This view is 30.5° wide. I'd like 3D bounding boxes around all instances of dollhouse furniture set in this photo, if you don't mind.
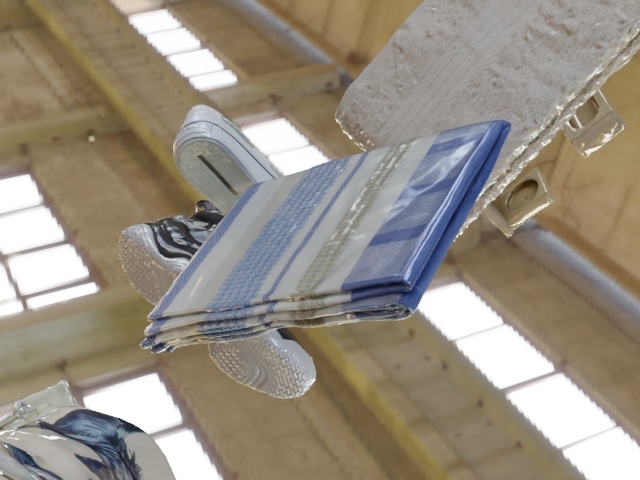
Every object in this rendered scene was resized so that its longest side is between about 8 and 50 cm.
[{"bbox_3d":[0.191,-0.122,1.146,0.123,0.151,0.144,41,21,-26],"label":"dollhouse furniture set"}]

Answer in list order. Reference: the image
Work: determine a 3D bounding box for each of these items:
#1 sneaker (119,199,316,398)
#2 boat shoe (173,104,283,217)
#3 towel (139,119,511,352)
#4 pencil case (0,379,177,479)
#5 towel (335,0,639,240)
[{"bbox_3d":[-0.077,0.045,1.248,0.268,0.153,0.101,37,-41,23],"label":"sneaker"},{"bbox_3d":[-0.056,-0.041,1.134,0.226,0.083,0.076,56,23,-34],"label":"boat shoe"},{"bbox_3d":[0.000,0.000,0.924,0.285,0.209,0.034,-13,-57,41],"label":"towel"},{"bbox_3d":[-0.182,0.167,0.597,0.184,0.160,0.410,56,0,9],"label":"pencil case"},{"bbox_3d":[0.150,-0.155,1.008,0.282,0.049,0.187,-48,-129,13],"label":"towel"}]
